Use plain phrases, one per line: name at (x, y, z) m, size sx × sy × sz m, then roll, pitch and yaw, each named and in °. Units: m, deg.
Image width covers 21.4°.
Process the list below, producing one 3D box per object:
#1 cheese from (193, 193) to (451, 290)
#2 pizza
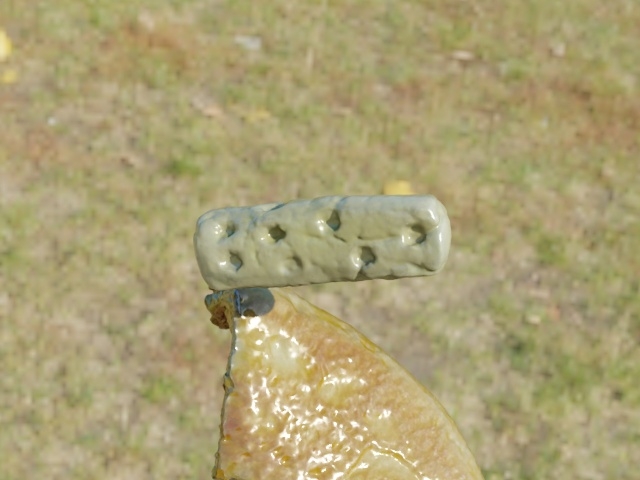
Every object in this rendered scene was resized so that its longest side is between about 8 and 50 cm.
cheese at (0.000, 0.000, 1.208) m, size 0.194 × 0.065 × 0.043 m, roll -3°, pitch 19°, yaw 23°
pizza at (0.021, 0.173, 1.348) m, size 0.365 × 0.074 × 0.182 m, roll 44°, pitch 62°, yaw -4°
